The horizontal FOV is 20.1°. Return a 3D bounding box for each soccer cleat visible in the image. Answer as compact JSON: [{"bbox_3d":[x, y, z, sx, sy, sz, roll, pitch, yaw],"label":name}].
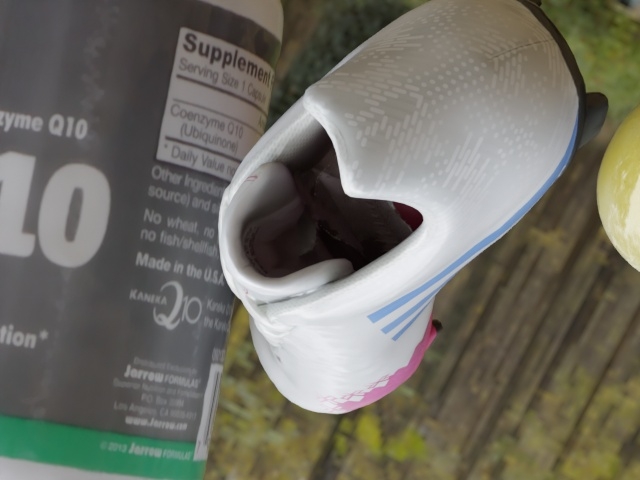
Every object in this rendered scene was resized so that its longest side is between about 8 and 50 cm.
[{"bbox_3d":[0.000,0.000,0.814,0.116,0.143,0.331,58,151,15],"label":"soccer cleat"}]

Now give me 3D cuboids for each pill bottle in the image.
[{"bbox_3d":[-0.131,-0.052,0.918,0.204,0.361,0.204,9,175,1],"label":"pill bottle"}]

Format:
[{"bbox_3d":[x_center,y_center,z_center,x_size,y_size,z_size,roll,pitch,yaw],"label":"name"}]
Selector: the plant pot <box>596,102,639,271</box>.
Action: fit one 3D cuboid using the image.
[{"bbox_3d":[0.231,-0.047,1.061,0.134,0.134,0.095,29,164,18],"label":"plant pot"}]
